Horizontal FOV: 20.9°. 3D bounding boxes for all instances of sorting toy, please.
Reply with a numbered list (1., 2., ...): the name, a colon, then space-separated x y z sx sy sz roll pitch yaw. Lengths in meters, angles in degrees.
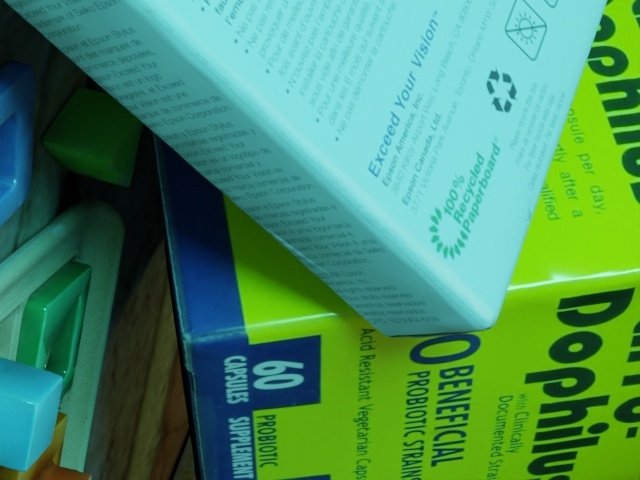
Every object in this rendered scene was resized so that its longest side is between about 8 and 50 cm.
1. sorting toy: -0.129 0.093 0.733 0.196 0.047 0.347 -45 150 -67

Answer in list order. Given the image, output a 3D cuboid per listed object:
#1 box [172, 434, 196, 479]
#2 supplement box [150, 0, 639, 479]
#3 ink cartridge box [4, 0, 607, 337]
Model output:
1. box: -0.015 0.112 1.157 0.114 0.103 0.203 78 30 -67
2. supplement box: 0.105 -0.005 0.821 0.194 0.357 0.195 89 -9 -55
3. ink cartridge box: -0.002 -0.185 0.644 0.330 0.071 0.324 43 56 -31
